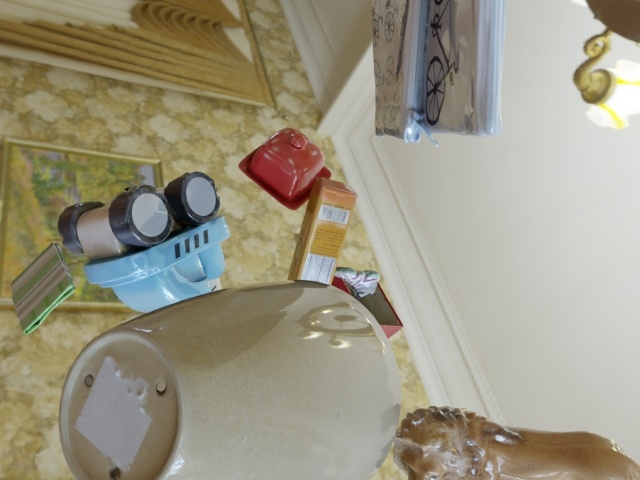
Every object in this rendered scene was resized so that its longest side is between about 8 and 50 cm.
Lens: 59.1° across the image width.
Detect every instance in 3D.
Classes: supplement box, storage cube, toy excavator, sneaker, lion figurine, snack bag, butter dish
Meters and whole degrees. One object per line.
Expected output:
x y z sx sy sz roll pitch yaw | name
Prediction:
0.000 0.000 1.107 0.078 0.080 0.233 -117 -137 -66 | supplement box
0.065 0.204 1.501 0.193 0.215 0.184 -43 -122 24 | storage cube
-0.279 0.082 1.222 0.222 0.433 0.445 -7 -76 33 | toy excavator
0.067 0.092 1.132 0.038 0.098 0.069 -117 -144 -78 | sneaker
0.302 0.318 0.798 0.142 0.392 0.240 -87 168 -49 | lion figurine
0.096 -0.252 0.538 0.342 0.037 0.323 -120 -152 -74 | snack bag
-0.059 -0.171 1.155 0.160 0.160 0.118 39 -38 8 | butter dish

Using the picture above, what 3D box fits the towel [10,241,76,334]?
-0.465 0.078 0.945 0.113 0.023 0.152 -46 -135 -3 | towel

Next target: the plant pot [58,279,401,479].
-0.090 0.152 0.534 0.256 0.274 0.257 -5 -101 26 | plant pot
